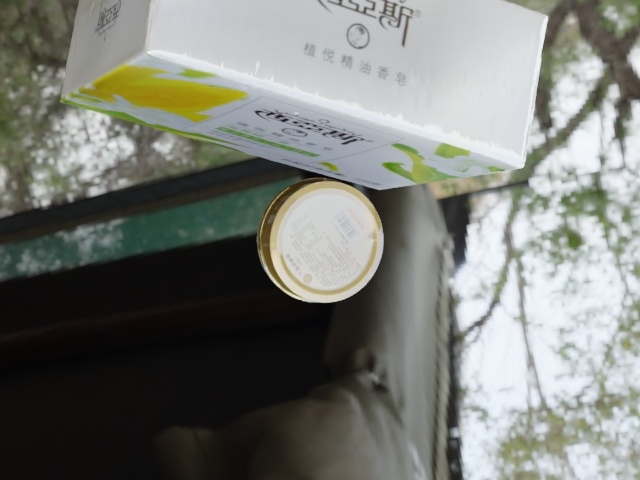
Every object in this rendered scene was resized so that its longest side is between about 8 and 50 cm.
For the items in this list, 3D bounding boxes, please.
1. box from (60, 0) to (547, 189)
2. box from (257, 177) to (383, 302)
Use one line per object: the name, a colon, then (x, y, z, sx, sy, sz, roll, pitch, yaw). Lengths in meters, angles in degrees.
box: (-0.016, -0.118, 0.790, 0.260, 0.111, 0.194, 16, 170, -24)
box: (0.000, 0.000, 1.012, 0.106, 0.105, 0.037, -19, -170, -19)
